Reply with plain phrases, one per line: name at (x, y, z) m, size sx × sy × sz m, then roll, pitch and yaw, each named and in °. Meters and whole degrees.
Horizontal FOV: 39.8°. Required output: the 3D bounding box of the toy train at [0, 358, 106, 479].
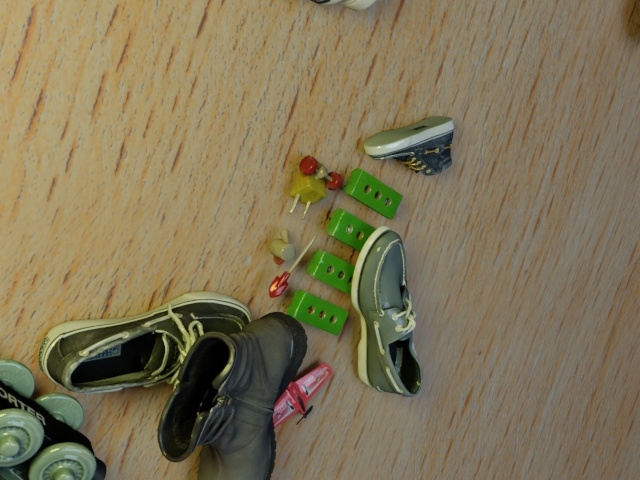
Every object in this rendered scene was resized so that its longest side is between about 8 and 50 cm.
toy train at (-0.402, 0.231, 1.007) m, size 0.190 × 0.142 × 0.334 m, roll -41°, pitch 128°, yaw 1°

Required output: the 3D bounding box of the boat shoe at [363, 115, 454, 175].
boat shoe at (0.146, -0.136, 1.397) m, size 0.183 × 0.065 × 0.083 m, roll -21°, pitch 116°, yaw -35°

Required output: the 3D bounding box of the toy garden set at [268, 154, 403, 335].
toy garden set at (0.000, 0.000, 1.335) m, size 0.203 × 0.049 × 0.244 m, roll 28°, pitch 87°, yaw -44°

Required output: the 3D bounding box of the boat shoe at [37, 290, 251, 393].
boat shoe at (-0.207, 0.139, 1.165) m, size 0.306 × 0.105 × 0.113 m, roll -1°, pitch 105°, yaw -40°

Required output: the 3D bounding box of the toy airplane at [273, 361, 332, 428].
toy airplane at (-0.051, 0.226, 1.378) m, size 0.151 × 0.028 × 0.151 m, roll -14°, pitch 112°, yaw -38°

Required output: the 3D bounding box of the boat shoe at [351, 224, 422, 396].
boat shoe at (0.120, 0.121, 1.404) m, size 0.116 × 0.099 × 0.319 m, roll -35°, pitch 136°, yaw -38°

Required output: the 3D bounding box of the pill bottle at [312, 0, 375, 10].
pill bottle at (-0.004, -0.375, 1.160) m, size 0.186 × 0.112 × 0.112 m, roll 15°, pitch 94°, yaw -42°

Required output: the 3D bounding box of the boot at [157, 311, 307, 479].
boot at (-0.146, 0.257, 1.188) m, size 0.222 × 0.118 × 0.338 m, roll -13°, pitch 119°, yaw -63°
